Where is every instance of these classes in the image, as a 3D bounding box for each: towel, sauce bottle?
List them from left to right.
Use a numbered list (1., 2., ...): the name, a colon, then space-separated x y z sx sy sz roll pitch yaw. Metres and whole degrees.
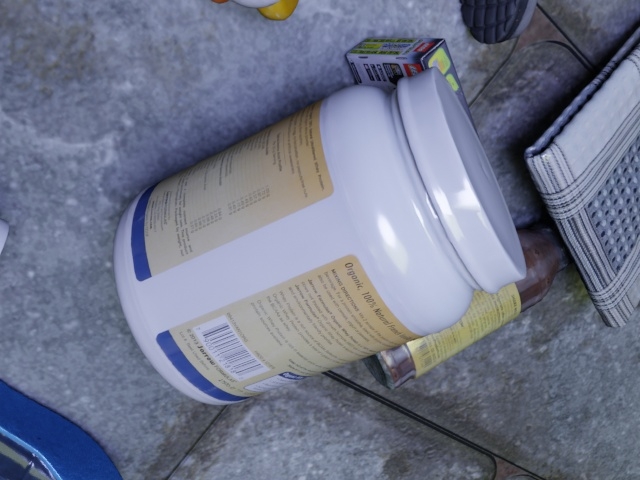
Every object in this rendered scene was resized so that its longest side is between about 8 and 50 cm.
1. sauce bottle: 0.201 0.057 0.848 0.344 0.111 0.111 -26 122 -13
2. towel: 0.402 -0.094 0.829 0.324 0.056 0.312 -47 124 -14

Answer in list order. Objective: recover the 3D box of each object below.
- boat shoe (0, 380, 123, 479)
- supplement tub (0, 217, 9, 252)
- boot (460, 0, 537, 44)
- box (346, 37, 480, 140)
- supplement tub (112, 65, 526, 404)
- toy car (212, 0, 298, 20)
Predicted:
1. boat shoe: -0.332 0.241 0.779 0.089 0.109 0.258 -39 106 11
2. supplement tub: -0.390 -0.008 0.585 0.200 0.144 0.144 31 103 -30
3. boot: 0.267 -0.357 0.665 0.223 0.118 0.338 -7 123 -22
4. box: 0.112 -0.112 0.729 0.036 0.114 0.207 -42 125 -21
5. supplement tub: 0.000 0.000 0.630 0.316 0.228 0.228 -23 125 20
6. toy car: -0.060 -0.284 0.578 0.136 0.159 0.182 16 116 13
